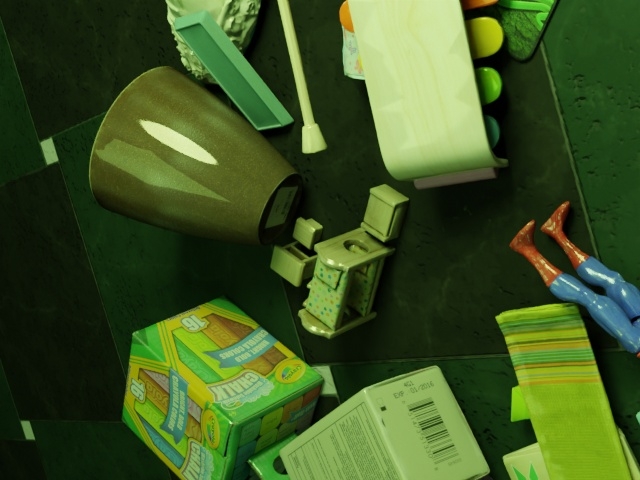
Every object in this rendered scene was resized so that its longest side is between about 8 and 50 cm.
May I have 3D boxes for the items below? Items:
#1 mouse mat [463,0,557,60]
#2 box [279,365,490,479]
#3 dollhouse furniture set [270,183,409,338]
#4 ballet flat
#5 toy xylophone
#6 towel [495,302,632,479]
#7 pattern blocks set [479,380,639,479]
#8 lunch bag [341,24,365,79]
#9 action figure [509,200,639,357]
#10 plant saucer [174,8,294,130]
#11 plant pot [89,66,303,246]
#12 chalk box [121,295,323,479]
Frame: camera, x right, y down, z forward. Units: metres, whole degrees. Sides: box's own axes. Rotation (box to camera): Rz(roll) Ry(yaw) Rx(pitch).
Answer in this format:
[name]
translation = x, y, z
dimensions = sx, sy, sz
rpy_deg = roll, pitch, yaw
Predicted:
[mouse mat]
translation = 0.172, -0.294, 0.965
dimensions = 0.190, 0.007, 0.152
rpy_deg = 40, 129, 27
[box]
translation = 0.074, 0.278, 1.168
dimensions = 0.232, 0.127, 0.148
rpy_deg = -46, 63, 48
[dollhouse furniture set]
translation = 0.000, 0.000, 1.176
dimensions = 0.161, 0.101, 0.181
rpy_deg = 34, 127, 32
[ballet flat]
translation = -0.133, -0.368, 1.151
dimensions = 0.147, 0.147, 0.408
rpy_deg = 46, 133, 23
[toy xylophone]
translation = 0.081, -0.205, 0.983
dimensions = 0.236, 0.081, 0.322
rpy_deg = 1, 107, 23
[towel]
translation = 0.265, 0.184, 1.000
dimensions = 0.102, 0.021, 0.237
rpy_deg = -15, 94, 47
[pattern blocks set]
translation = 0.295, 0.289, 1.045
dimensions = 0.325, 0.026, 0.285
rpy_deg = -15, 94, 47
[lunch bag]
translation = 0.064, -0.222, 1.066
dimensions = 0.083, 0.053, 0.071
rpy_deg = 10, 112, 30
[action figure]
translation = 0.319, 0.065, 0.886
dimensions = 0.280, 0.091, 0.139
rpy_deg = 52, 146, 18
[plant saucer]
translation = -0.112, -0.212, 1.195
dimensions = 0.067, 0.018, 0.192
rpy_deg = -2, 139, 46
[plant pot]
translation = -0.147, -0.089, 1.239
dimensions = 0.230, 0.215, 0.215
rpy_deg = 26, 123, 18
[chalk box]
translation = -0.124, 0.247, 1.339
dimensions = 0.289, 0.180, 0.179
rpy_deg = 34, 127, 30
